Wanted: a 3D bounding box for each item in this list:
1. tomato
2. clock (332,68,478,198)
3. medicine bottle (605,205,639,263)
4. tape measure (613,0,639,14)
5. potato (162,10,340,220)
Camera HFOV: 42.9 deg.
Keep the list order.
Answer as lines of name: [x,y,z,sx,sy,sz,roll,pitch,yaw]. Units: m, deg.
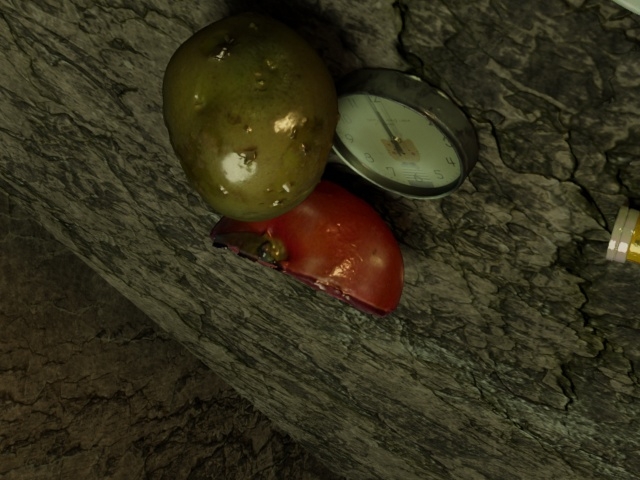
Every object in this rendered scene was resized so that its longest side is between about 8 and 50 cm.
tomato: [-0.002,-0.005,1.380,0.335,0.176,0.289,21,174,27]
clock: [0.108,-0.142,1.135,0.226,0.049,0.226,24,155,12]
medicine bottle: [0.476,0.018,1.017,0.218,0.074,0.074,17,152,23]
tape measure: [0.189,-0.282,0.551,0.243,0.246,0.125,35,156,13]
potato: [-0.103,-0.157,1.120,0.219,0.270,0.359,-12,175,-11]
